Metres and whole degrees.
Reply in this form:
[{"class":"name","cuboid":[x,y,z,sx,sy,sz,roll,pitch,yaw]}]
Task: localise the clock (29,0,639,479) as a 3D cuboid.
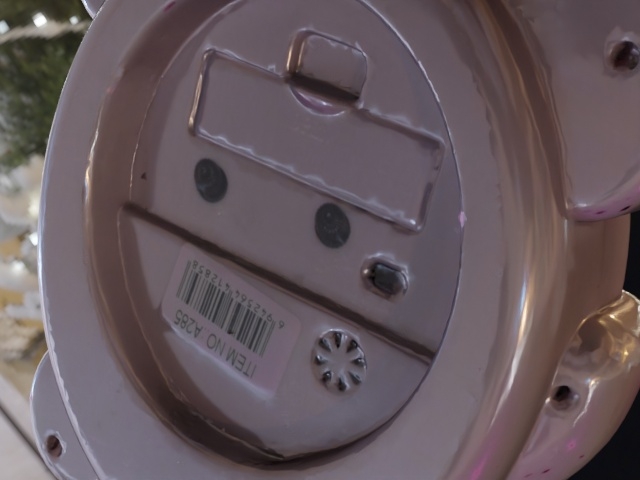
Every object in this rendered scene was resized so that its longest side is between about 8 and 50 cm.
[{"class":"clock","cuboid":[0.000,0.000,0.544,0.295,0.322,0.113,25,-160,28]}]
